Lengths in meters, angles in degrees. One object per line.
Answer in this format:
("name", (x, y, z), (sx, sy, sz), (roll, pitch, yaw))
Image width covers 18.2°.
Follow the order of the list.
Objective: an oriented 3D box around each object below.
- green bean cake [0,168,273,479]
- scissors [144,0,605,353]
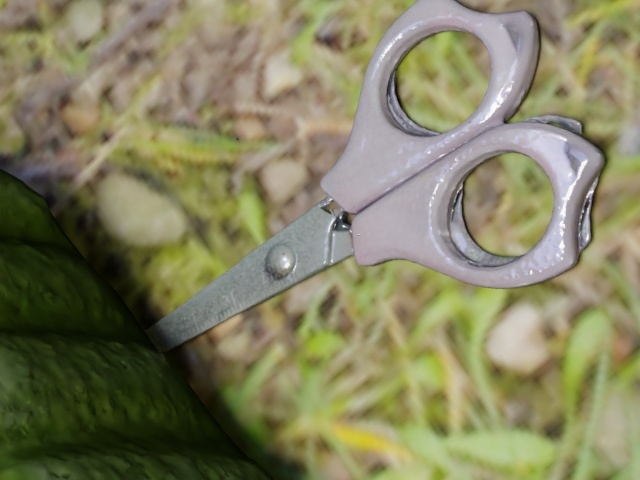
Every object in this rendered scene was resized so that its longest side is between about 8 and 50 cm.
("green bean cake", (-0.142, 0.120, 0.607), (0.247, 0.156, 0.250), (-47, 65, 16))
("scissors", (0.000, 0.000, 0.632), (0.189, 0.015, 0.100), (-33, 68, 22))
